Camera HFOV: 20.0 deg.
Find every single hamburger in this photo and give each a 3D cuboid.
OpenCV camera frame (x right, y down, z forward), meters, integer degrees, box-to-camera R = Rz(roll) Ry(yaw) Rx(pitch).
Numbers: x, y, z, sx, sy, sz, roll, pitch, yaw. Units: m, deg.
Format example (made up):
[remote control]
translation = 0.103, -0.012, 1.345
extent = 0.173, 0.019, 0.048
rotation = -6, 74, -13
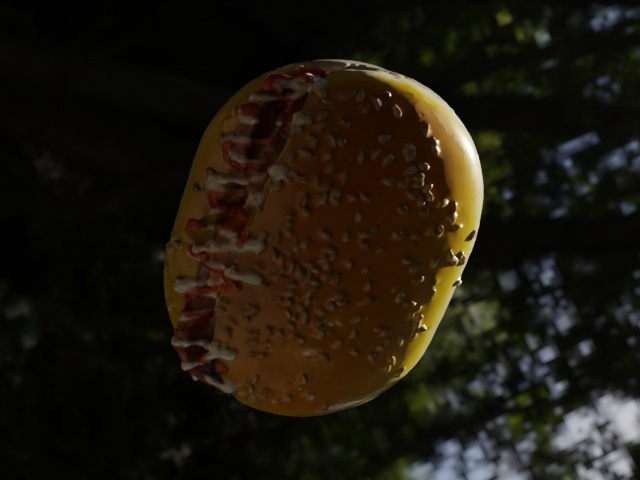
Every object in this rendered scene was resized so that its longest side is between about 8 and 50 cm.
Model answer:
[hamburger]
translation = 0.000, 0.000, 1.416
extent = 0.151, 0.227, 0.295
rotation = -91, -162, -72
